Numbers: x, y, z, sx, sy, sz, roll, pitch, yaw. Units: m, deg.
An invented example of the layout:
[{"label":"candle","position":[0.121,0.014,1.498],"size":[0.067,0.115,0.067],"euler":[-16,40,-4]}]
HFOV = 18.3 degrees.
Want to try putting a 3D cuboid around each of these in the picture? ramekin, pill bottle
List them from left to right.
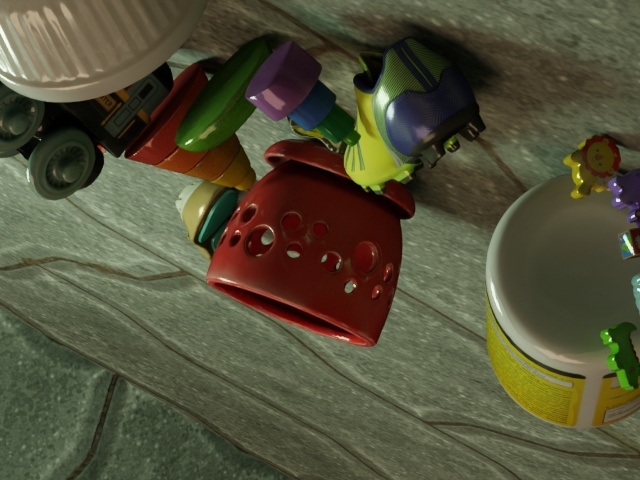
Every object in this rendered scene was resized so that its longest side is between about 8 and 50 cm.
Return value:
[{"label":"ramekin","position":[-0.200,-0.224,1.597],"size":[0.207,0.207,0.109],"euler":[17,154,29]},{"label":"pill bottle","position":[0.252,0.073,1.905],"size":[0.188,0.188,0.334],"euler":[22,164,11]}]

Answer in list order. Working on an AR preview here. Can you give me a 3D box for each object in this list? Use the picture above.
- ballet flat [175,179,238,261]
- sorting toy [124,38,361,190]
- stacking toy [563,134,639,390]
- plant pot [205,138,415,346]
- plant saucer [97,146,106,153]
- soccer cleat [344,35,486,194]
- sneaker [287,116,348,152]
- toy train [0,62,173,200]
[{"label":"ballet flat","position":[-0.143,-0.031,2.399],"size":[0.073,0.080,0.232],"euler":[38,166,11]},{"label":"sorting toy","position":[-0.063,-0.103,1.888],"size":[0.126,0.127,0.365],"euler":[39,161,-18]},{"label":"stacking toy","position":[0.275,0.006,1.638],"size":[0.052,0.221,0.167],"euler":[-9,173,-18]},{"label":"plant pot","position":[0.000,0.000,2.052],"size":[0.191,0.174,0.191],"euler":[23,173,3]},{"label":"plant saucer","position":[-0.340,-0.201,2.180],"size":[0.258,0.048,0.259],"euler":[25,166,-2]},{"label":"soccer cleat","position":[0.069,-0.117,1.794],"size":[0.121,0.093,0.289],"euler":[57,167,0]},{"label":"sneaker","position":[0.001,-0.115,1.979],"size":[0.083,0.031,0.035],"euler":[24,-160,-34]},{"label":"toy train","position":[-0.283,-0.180,1.889],"size":[0.142,0.190,0.334],"euler":[35,172,41]}]
